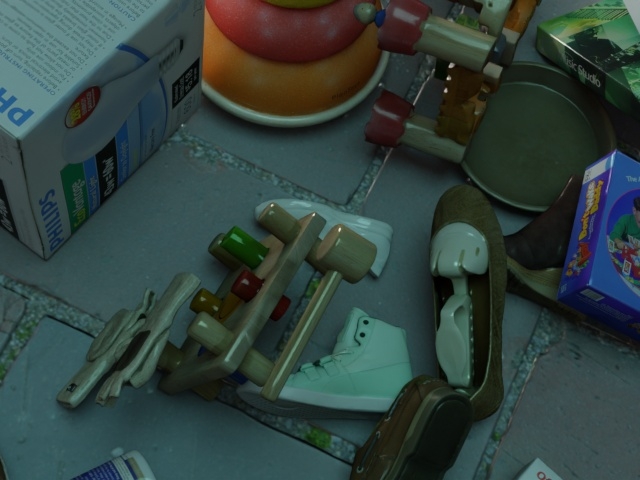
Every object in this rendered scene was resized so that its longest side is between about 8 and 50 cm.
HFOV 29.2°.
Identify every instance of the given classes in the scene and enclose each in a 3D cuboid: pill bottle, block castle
[{"bbox_3d":[-0.299,0.358,1.583,0.187,0.112,0.112,-24,70,-19],"label":"pill bottle"},{"bbox_3d":[0.207,-0.373,1.878,0.213,0.303,0.453,22,59,11],"label":"block castle"}]

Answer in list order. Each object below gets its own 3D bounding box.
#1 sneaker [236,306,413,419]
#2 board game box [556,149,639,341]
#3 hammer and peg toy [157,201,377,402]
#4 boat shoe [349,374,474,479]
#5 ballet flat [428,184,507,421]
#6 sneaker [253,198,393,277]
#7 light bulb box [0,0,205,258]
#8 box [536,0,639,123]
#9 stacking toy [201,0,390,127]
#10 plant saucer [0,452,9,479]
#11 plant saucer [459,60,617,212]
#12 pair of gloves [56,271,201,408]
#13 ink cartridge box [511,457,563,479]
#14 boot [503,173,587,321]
[{"bbox_3d":[0.006,0.169,1.727,0.256,0.094,0.151,6,69,-17],"label":"sneaker"},{"bbox_3d":[0.534,0.049,1.819,0.347,0.078,0.233,27,62,-15],"label":"board game box"},{"bbox_3d":[-0.091,0.080,1.616,0.127,0.361,0.266,38,64,-14],"label":"hammer and peg toy"},{"bbox_3d":[0.095,0.326,1.656,0.111,0.104,0.307,37,85,-31],"label":"boat shoe"},{"bbox_3d":[0.197,0.085,1.728,0.116,0.124,0.342,-2,85,25],"label":"ballet flat"},{"bbox_3d":[0.000,0.000,1.824,0.212,0.080,0.094,13,75,-4],"label":"sneaker"},{"bbox_3d":[-0.360,-0.227,1.716,0.225,0.358,0.361,36,66,11],"label":"light bulb box"},{"bbox_3d":[0.532,-0.297,1.972,0.232,0.058,0.322,-22,40,-18],"label":"box"},{"bbox_3d":[-0.032,-0.418,1.787,0.351,0.480,0.350,4,64,-7],"label":"stacking toy"},{"bbox_3d":[-0.556,0.351,1.583,0.311,0.050,0.310,3,64,-6],"label":"plant saucer"},{"bbox_3d":[0.336,-0.163,1.967,0.278,0.041,0.278,4,64,-7],"label":"plant saucer"},{"bbox_3d":[-0.252,0.141,1.639,0.042,0.240,0.204,40,63,-18],"label":"pair of gloves"},{"bbox_3d":[0.278,0.413,1.661,0.139,0.082,0.191,41,67,11],"label":"ink cartridge box"},{"bbox_3d":[0.340,-0.015,1.864,0.248,0.090,0.207,29,69,-6],"label":"boot"}]
